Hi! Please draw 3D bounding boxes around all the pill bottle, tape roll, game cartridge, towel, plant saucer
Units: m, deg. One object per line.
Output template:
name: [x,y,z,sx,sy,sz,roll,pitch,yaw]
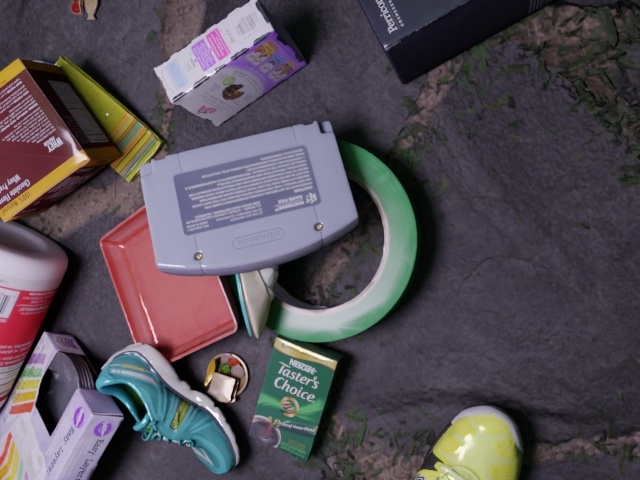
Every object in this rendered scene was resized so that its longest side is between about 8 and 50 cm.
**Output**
pill bottle: [-0.636,0.169,1.095,0.229,0.229,0.407,28,95,15]
tape roll: [0.000,0.000,0.999,0.322,0.077,0.321,0,88,16]
game cartridge: [-0.104,-0.055,0.910,0.298,0.062,0.198,-13,77,-3]
towel: [-0.403,-0.218,1.118,0.237,0.021,0.102,41,98,-3]
plant saucer: [-0.251,0.065,1.047,0.258,0.048,0.259,-28,80,35]

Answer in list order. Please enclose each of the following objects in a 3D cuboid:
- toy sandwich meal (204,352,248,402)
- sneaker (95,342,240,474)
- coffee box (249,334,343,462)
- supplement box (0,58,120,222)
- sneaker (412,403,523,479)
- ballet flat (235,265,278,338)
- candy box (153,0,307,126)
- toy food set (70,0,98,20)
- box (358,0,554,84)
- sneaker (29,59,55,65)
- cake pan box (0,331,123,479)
toy sandwich meal: [-0.164,0.235,1.060,0.086,0.029,0.085,-1,88,16]
sneaker: [-0.253,0.295,1.020,0.275,0.110,0.107,42,125,0]
coffee box: [-0.041,0.253,1.006,0.113,0.040,0.184,21,102,16]
supplement box: [-0.495,-0.169,1.060,0.191,0.129,0.194,-33,96,10]
sneaker: [0.173,0.416,0.896,0.145,0.147,0.384,31,95,17]
ballet flat: [-0.107,0.023,0.953,0.086,0.086,0.248,-21,81,14]
candy box: [-0.140,-0.282,1.004,0.196,0.165,0.070,-31,79,12]
toy food set: [-0.451,-0.483,1.179,0.078,0.019,0.122,11,98,16]
box: [0.173,-0.473,0.916,0.313,0.179,0.343,-26,81,12]
sneaker: [-0.524,-0.235,1.156,0.081,0.080,0.211,4,90,19]
cake pan box: [-0.467,0.326,1.073,0.246,0.070,0.266,38,100,39]
